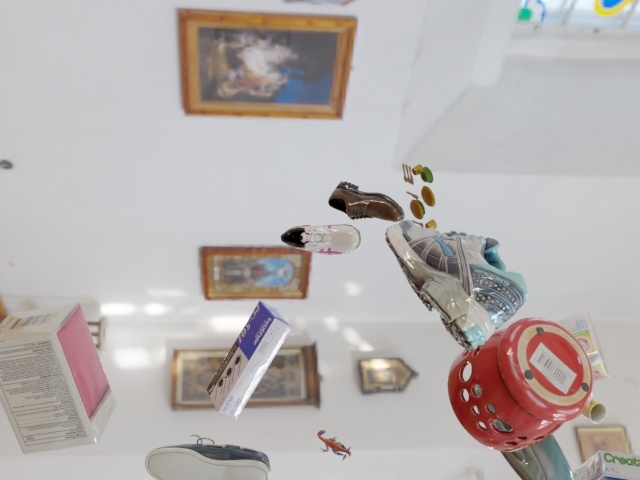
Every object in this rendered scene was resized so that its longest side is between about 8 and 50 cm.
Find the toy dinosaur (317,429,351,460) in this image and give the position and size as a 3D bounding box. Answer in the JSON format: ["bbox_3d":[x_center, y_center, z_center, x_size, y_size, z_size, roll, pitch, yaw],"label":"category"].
[{"bbox_3d":[0.031,0.470,1.798,0.047,0.082,0.090,-54,-178,-30],"label":"toy dinosaur"}]

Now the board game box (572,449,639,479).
[{"bbox_3d":[0.681,0.489,1.547,0.193,0.305,0.053,93,6,-60],"label":"board game box"}]

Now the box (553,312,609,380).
[{"bbox_3d":[0.506,0.254,1.680,0.103,0.203,0.114,53,25,-41],"label":"box"}]

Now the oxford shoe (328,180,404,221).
[{"bbox_3d":[0.120,-0.082,2.072,0.096,0.227,0.083,-48,140,-32],"label":"oxford shoe"}]

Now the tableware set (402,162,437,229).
[{"bbox_3d":[0.222,-0.093,1.651,0.104,0.024,0.154,32,-39,56],"label":"tableware set"}]

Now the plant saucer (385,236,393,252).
[{"bbox_3d":[0.157,0.022,1.510,0.083,0.013,0.083,52,-6,8],"label":"plant saucer"}]

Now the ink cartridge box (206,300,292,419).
[{"bbox_3d":[-0.138,0.225,1.469,0.207,0.046,0.097,-59,-153,2],"label":"ink cartridge box"}]

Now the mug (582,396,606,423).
[{"bbox_3d":[0.798,0.491,2.272,0.064,0.062,0.078,-160,-100,-70],"label":"mug"}]

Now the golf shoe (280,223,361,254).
[{"bbox_3d":[0.000,0.000,1.680,0.086,0.186,0.068,-8,96,-55],"label":"golf shoe"}]

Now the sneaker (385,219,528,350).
[{"bbox_3d":[0.185,0.040,1.049,0.110,0.122,0.283,58,-1,-31],"label":"sneaker"}]

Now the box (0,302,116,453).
[{"bbox_3d":[-0.488,0.250,1.405,0.127,0.148,0.233,-82,161,-67],"label":"box"}]

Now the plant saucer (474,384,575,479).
[{"bbox_3d":[0.395,0.393,1.548,0.318,0.043,0.318,58,-10,16],"label":"plant saucer"}]

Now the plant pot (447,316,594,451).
[{"bbox_3d":[0.327,0.224,1.240,0.174,0.191,0.191,128,-35,-52],"label":"plant pot"}]

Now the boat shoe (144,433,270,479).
[{"bbox_3d":[-0.229,0.455,1.589,0.079,0.254,0.095,-101,-166,-72],"label":"boat shoe"}]
